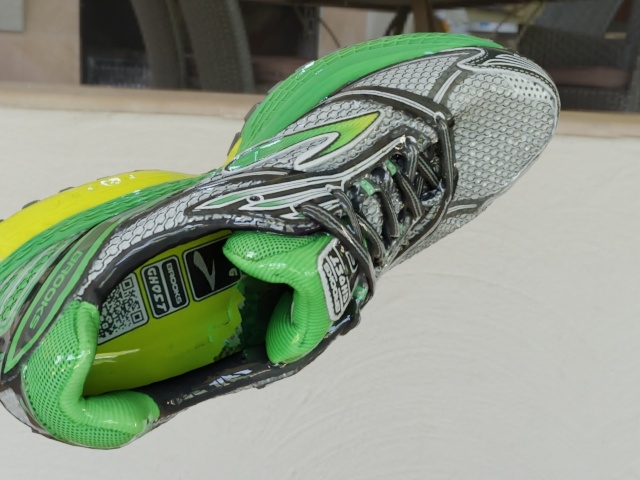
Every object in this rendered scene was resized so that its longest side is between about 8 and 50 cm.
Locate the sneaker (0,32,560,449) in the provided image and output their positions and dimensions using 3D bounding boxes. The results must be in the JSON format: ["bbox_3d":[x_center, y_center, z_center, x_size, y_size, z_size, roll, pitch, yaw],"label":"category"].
[{"bbox_3d":[0.000,0.000,0.421,0.344,0.134,0.146,-31,29,-21],"label":"sneaker"}]
